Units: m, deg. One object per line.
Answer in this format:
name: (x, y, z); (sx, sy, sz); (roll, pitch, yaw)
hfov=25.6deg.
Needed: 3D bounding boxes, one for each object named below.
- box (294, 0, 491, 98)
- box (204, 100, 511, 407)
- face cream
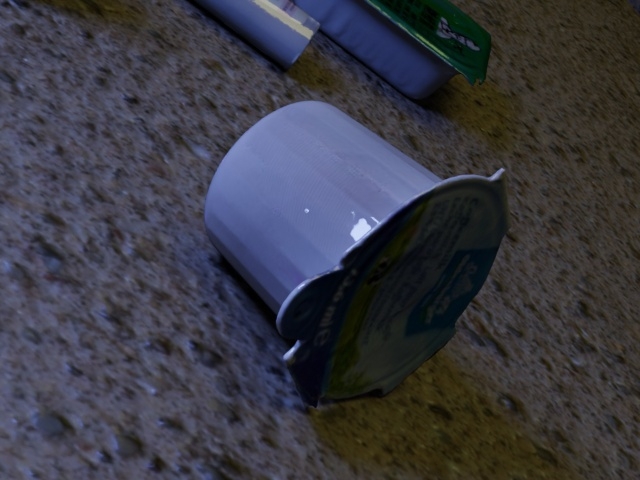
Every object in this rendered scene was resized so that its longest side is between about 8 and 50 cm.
box: (0.087, -0.328, 2.056); (0.336, 0.106, 0.264); (37, 26, -7)
box: (0.000, 0.000, 1.300); (0.291, 0.262, 0.206); (-9, 41, -46)
face cream: (-0.128, -0.326, 1.798); (0.269, 0.073, 0.107); (36, 18, -6)
